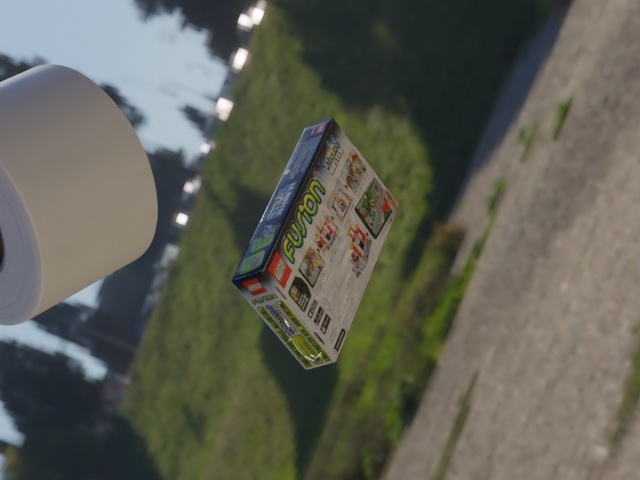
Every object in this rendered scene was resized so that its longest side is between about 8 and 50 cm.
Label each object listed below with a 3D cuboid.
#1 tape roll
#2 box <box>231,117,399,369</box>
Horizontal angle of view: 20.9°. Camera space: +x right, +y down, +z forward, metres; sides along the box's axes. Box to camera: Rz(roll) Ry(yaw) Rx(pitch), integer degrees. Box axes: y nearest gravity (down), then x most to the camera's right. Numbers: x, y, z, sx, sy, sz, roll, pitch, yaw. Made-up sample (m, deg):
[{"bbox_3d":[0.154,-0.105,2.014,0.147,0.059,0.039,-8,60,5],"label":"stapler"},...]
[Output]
[{"bbox_3d":[-0.320,-0.051,1.883,0.169,0.246,0.246,-31,-26,-40],"label":"tape roll"},{"bbox_3d":[0.000,0.000,1.524,0.036,0.114,0.207,-19,32,36],"label":"box"}]
